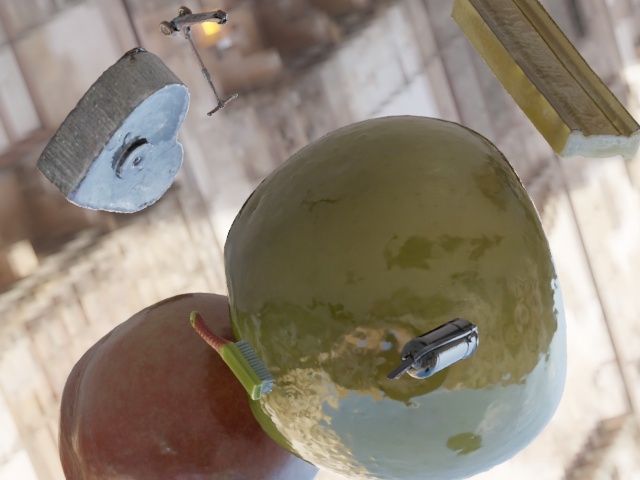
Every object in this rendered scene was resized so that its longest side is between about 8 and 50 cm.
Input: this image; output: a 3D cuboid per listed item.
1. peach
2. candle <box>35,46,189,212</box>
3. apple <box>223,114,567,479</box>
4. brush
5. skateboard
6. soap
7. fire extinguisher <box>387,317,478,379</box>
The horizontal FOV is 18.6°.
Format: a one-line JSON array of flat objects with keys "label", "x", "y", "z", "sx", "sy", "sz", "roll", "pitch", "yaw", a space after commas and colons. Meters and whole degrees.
[{"label": "peach", "x": -0.117, "y": 0.170, "z": 1.737, "sx": 0.252, "sy": 0.252, "sz": 0.252, "roll": -17, "pitch": -162, "yaw": 6}, {"label": "candle", "x": -0.216, "y": -0.100, "z": 2.041, "sx": 0.168, "sy": 0.192, "sz": 0.068, "roll": -33, "pitch": -118, "yaw": -29}, {"label": "apple", "x": 0.053, "y": 0.035, "z": 1.548, "sx": 0.257, "sy": 0.233, "sz": 0.295, "roll": -13, "pitch": -128, "yaw": 0}, {"label": "brush", "x": -0.062, "y": 0.075, "z": 1.351, "sx": 0.021, "sy": 0.019, "sz": 0.083, "roll": -26, "pitch": -125, "yaw": -29}, {"label": "skateboard", "x": -0.080, "y": -0.138, "z": 1.485, "sx": 0.064, "sy": 0.083, "sz": 0.032, "roll": 1, "pitch": -145, "yaw": 45}, {"label": "soap", "x": 0.220, "y": -0.167, "z": 1.919, "sx": 0.092, "sy": 0.037, "sz": 0.252, "roll": 0, "pitch": -141, "yaw": -28}, {"label": "fire extinguisher", "x": 0.071, "y": 0.065, "z": 1.180, "sx": 0.038, "sy": 0.025, "sz": 0.083, "roll": -42, "pitch": 169, "yaw": 29}]
